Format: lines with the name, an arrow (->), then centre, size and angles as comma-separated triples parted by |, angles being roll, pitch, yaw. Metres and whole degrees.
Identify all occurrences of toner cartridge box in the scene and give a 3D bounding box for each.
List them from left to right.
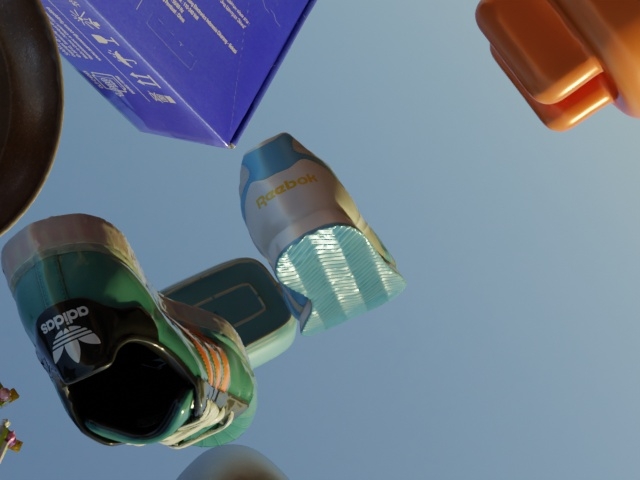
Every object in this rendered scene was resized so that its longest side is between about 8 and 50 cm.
toner cartridge box -> -0.121, -0.206, 0.814 | 0.075, 0.165, 0.348 | 12, 156, 40

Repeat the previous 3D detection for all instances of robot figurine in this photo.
robot figurine -> 0.191, -0.152, 0.915 | 0.158, 0.219, 0.128 | 53, -177, -28

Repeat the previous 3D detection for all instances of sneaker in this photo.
sneaker -> -0.120, 0.100, 1.177 | 0.302, 0.108, 0.121 | 48, -161, -56
sneaker -> 0.000, 0.000, 1.207 | 0.229, 0.087, 0.092 | 70, 174, -68

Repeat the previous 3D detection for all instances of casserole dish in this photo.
casserole dish -> -0.101, 0.078, 1.689 | 0.188, 0.037, 0.114 | -25, -108, -33

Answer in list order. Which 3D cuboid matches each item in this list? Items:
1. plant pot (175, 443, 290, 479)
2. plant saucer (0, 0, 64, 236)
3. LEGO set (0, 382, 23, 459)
plant pot -> -0.090, 0.313, 1.795 | 0.215, 0.215, 0.230 | 41, -166, -17
plant saucer -> -0.189, -0.069, 0.734 | 0.168, 0.029, 0.168 | 9, -104, -39
LEGO set -> -0.342, 0.158, 1.617 | 0.132, 0.107, 0.287 | 3, -106, -13
